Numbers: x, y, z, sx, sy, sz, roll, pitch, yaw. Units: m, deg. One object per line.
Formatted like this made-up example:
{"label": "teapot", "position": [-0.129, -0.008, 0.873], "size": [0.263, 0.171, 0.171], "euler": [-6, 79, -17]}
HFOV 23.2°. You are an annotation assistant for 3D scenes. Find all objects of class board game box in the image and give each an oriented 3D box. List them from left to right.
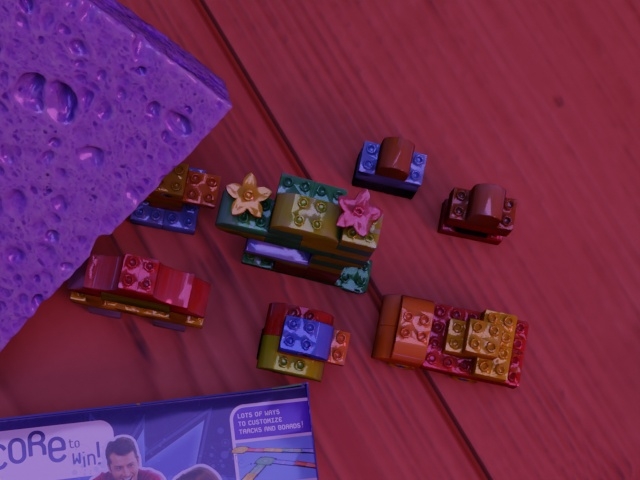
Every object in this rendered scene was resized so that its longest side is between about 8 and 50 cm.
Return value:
{"label": "board game box", "position": [-0.097, 0.142, 0.697], "size": [0.201, 0.035, 0.136], "euler": [-5, 78, -7]}

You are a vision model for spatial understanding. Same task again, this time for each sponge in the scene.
{"label": "sponge", "position": [-0.149, -0.020, 0.654], "size": [0.117, 0.031, 0.210], "euler": [35, 110, -29]}

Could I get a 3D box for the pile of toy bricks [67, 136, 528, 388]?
{"label": "pile of toy bricks", "position": [0.000, 0.000, 0.703], "size": [0.212, 0.105, 0.118], "euler": [11, 76, -4]}
